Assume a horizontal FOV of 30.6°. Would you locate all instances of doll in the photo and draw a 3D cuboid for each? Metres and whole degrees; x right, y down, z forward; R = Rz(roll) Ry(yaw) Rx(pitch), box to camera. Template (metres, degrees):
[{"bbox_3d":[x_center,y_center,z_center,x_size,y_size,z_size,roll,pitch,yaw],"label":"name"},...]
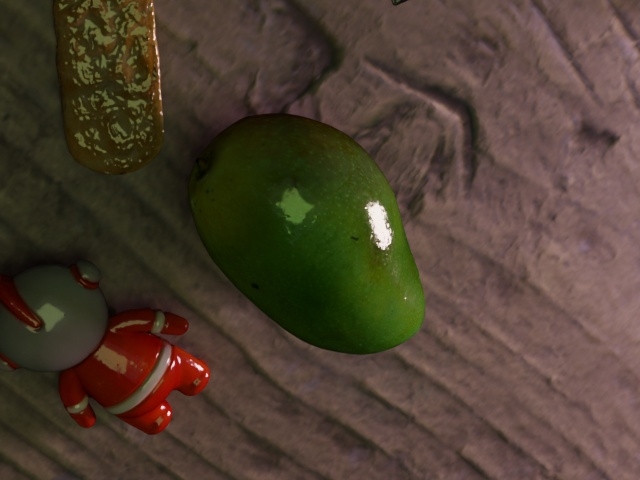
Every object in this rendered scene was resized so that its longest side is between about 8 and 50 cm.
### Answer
[{"bbox_3d":[-0.294,0.126,1.458,0.200,0.105,0.336,-46,125,9],"label":"doll"}]

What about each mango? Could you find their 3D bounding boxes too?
[{"bbox_3d":[0.000,0.000,1.422,0.225,0.201,0.382,-45,120,-4],"label":"mango"}]

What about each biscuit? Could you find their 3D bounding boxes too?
[{"bbox_3d":[-0.245,-0.192,1.360,0.118,0.029,0.247,-7,115,-12],"label":"biscuit"}]

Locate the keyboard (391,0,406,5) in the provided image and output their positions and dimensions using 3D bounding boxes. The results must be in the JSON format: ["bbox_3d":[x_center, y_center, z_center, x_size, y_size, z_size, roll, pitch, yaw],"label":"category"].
[{"bbox_3d":[0.171,-0.351,1.413,0.204,0.013,0.061,-24,117,-3],"label":"keyboard"}]
